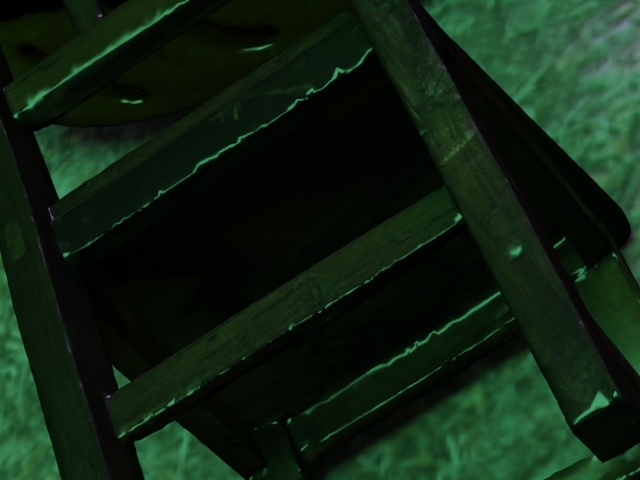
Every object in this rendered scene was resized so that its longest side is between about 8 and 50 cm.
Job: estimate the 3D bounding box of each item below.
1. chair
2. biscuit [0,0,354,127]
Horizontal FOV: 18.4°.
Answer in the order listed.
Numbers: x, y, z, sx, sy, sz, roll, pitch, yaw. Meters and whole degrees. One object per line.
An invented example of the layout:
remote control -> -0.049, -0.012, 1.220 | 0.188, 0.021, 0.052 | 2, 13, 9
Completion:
chair -> 0.000, 0.000, 0.787 | 0.203, 0.240, 0.416 | -33, 49, 12
biscuit -> -0.084, -0.217, 0.908 | 0.367, 0.314, 0.063 | -29, 24, 18
